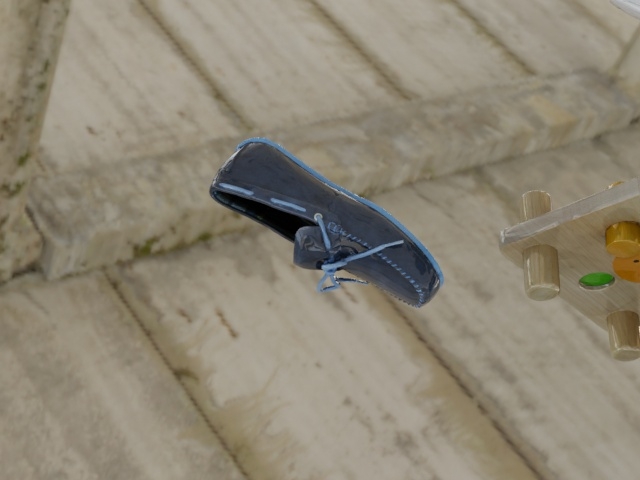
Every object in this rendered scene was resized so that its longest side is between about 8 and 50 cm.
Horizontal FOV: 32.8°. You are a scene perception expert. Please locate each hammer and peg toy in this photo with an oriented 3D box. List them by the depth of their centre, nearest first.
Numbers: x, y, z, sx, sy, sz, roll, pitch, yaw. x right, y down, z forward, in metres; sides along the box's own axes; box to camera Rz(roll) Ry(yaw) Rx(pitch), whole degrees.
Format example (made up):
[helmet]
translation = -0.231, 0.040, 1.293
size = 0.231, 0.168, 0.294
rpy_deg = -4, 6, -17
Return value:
[hammer and peg toy]
translation = 0.401, 0.031, 1.189
size = 0.361, 0.266, 0.127
rpy_deg = 32, -132, -38

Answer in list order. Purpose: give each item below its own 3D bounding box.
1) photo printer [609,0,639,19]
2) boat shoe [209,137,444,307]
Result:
[photo printer]
translation = 0.399, -0.182, 0.889
size = 0.307, 0.107, 0.256
rpy_deg = 27, -160, 12
[boat shoe]
translation = 0.000, 0.000, 1.090
size = 0.258, 0.109, 0.089
rpy_deg = 31, -120, 24
